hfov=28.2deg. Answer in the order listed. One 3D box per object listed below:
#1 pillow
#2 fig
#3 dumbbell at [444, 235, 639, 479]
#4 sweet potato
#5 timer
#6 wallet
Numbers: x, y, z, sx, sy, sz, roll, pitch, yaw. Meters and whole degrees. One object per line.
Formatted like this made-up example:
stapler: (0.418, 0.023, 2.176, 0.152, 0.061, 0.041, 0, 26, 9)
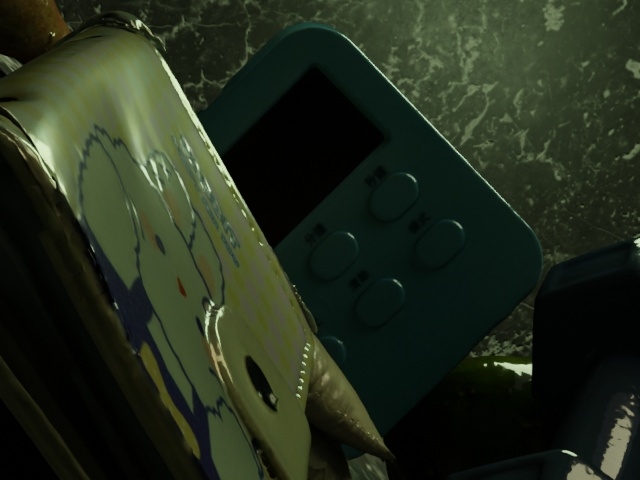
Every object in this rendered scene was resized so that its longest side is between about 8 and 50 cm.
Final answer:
pillow: (-0.037, 0.074, 0.779, 0.181, 0.078, 0.134, 45, 1, -21)
fig: (0.146, 0.203, 0.969, 0.195, 0.195, 0.245, 42, 37, -55)
dumbbell: (0.173, 0.131, 0.788, 0.160, 0.144, 0.325, 34, 39, 5)
sweet potato: (-0.294, -0.211, 1.200, 0.109, 0.109, 0.385, 46, -3, 38)
timer: (0.000, 0.000, 0.907, 0.250, 0.232, 0.091, 43, 5, -13)
wallet: (-0.069, 0.020, 0.520, 0.309, 0.077, 0.223, -97, 163, -75)
